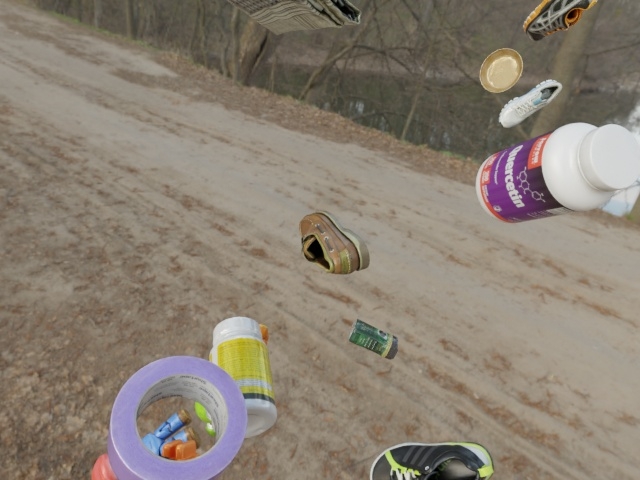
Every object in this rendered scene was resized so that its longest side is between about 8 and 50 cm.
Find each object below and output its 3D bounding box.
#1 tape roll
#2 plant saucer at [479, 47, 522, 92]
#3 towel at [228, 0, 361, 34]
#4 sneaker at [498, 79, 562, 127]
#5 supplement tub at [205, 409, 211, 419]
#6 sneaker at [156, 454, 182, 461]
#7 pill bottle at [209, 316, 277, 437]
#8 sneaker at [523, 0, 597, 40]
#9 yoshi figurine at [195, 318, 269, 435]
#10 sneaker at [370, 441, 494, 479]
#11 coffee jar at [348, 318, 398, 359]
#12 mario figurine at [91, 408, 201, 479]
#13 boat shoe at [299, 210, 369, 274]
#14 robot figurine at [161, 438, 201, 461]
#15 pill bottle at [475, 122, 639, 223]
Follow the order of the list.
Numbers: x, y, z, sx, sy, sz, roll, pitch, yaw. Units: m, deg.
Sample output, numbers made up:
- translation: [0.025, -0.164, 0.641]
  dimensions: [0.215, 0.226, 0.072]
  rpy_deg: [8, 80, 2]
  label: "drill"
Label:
- translation: [-0.209, 0.273, 0.684]
  dimensions: [0.189, 0.080, 0.188]
  rpy_deg: [14, 44, -14]
  label: "tape roll"
- translation: [0.355, -0.331, 0.908]
  dimensions: [0.083, 0.083, 0.015]
  rpy_deg: [31, 21, 37]
  label: "plant saucer"
- translation: [-0.123, -0.484, 0.874]
  dimensions: [0.312, 0.056, 0.324]
  rpy_deg: [24, 2, -39]
  label: "towel"
- translation: [0.604, -0.397, 1.339]
  dimensions: [0.071, 0.191, 0.083]
  rpy_deg: [51, 18, -6]
  label: "sneaker"
- translation: [-0.270, 0.414, 1.214]
  dimensions: [0.071, 0.107, 0.071]
  rpy_deg: [1, 31, -1]
  label: "supplement tub"
- translation: [-0.362, 0.599, 1.152]
  dimensions: [0.284, 0.107, 0.124]
  rpy_deg: [19, -3, 21]
  label: "sneaker"
- translation: [-0.155, 0.259, 0.902]
  dimensions: [0.119, 0.119, 0.208]
  rpy_deg: [1, 42, -17]
  label: "pill bottle"
- translation: [0.512, -0.486, 1.002]
  dimensions: [0.083, 0.084, 0.215]
  rpy_deg: [56, 1, 6]
  label: "sneaker"
- translation: [-0.289, 0.431, 1.478]
  dimensions: [0.203, 0.204, 0.361]
  rpy_deg: [28, 61, -26]
  label: "yoshi figurine"
- translation: [0.177, 0.392, 0.791]
  dimensions: [0.097, 0.235, 0.084]
  rpy_deg: [7, 60, -60]
  label: "sneaker"
- translation: [0.199, 0.368, 1.721]
  dimensions: [0.185, 0.079, 0.096]
  rpy_deg: [24, 18, 3]
  label: "coffee jar"
- translation: [-0.532, 0.658, 1.423]
  dimensions: [0.321, 0.170, 0.198]
  rpy_deg: [-27, 18, -14]
  label: "mario figurine"
- translation: [0.000, 0.000, 1.160]
  dimensions: [0.105, 0.110, 0.307]
  rpy_deg: [-17, 20, -21]
  label: "boat shoe"
- translation: [-0.383, 0.655, 1.246]
  dimensions: [0.158, 0.219, 0.128]
  rpy_deg: [2, -12, -19]
  label: "robot figurine"
- translation: [0.503, -0.143, 1.014]
  dimensions: [0.182, 0.181, 0.323]
  rpy_deg: [1, -6, -16]
  label: "pill bottle"
